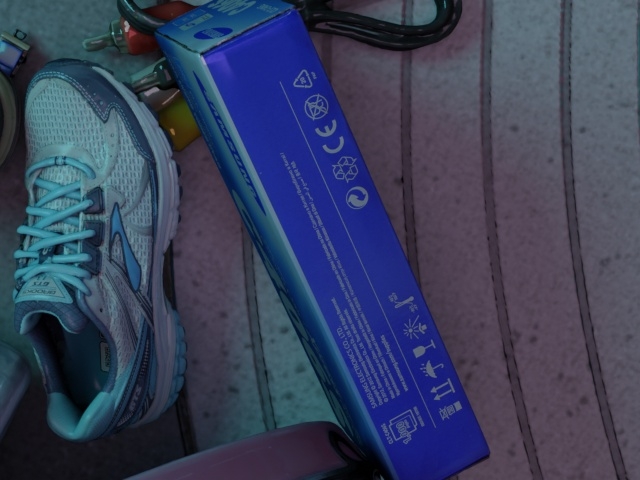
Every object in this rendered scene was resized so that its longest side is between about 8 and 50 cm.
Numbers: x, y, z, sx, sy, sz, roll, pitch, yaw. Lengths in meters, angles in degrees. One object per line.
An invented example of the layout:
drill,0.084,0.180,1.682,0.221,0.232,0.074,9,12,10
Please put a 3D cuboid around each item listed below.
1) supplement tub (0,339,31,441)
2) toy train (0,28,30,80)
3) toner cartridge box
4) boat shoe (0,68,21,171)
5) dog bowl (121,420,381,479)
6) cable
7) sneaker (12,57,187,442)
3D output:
supplement tub,-0.383,0.101,1.043,0.316,0.193,0.194,28,93,-7
toy train,-0.264,-0.089,1.110,0.027,0.036,0.158,29,93,-7
toner cartridge box,0.000,0.000,1.039,0.075,0.165,0.348,-28,109,-9
boat shoe,-0.393,-0.120,1.037,0.355,0.130,0.132,9,93,5
dog bowl,-0.118,0.250,0.991,0.408,0.408,0.150,-22,78,-2
cable,-0.041,-0.167,1.121,0.287,0.072,0.139,-21,89,-14
sneaker,-0.166,0.012,1.056,0.110,0.122,0.283,-3,104,26
